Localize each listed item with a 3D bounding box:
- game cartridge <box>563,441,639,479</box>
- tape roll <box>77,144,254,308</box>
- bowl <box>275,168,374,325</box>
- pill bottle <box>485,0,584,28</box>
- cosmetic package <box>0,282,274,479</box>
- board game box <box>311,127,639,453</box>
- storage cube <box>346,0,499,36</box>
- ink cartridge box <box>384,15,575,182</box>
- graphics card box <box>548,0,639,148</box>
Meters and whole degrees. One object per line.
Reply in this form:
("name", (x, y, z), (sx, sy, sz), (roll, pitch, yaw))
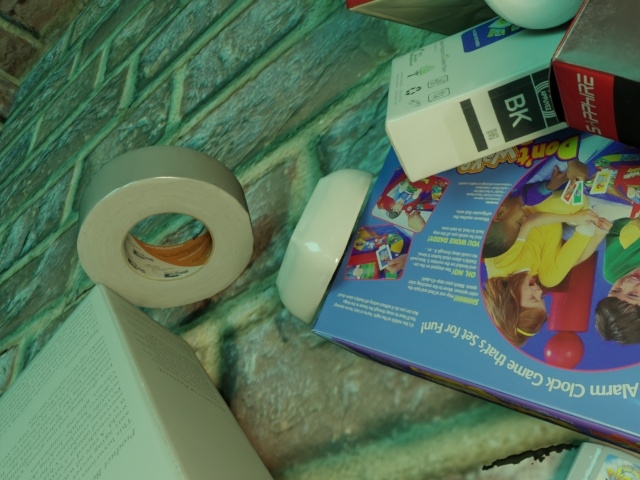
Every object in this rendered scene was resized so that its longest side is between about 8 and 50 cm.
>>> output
("game cartridge", (0.199, 0.169, 0.423), (0.083, 0.017, 0.056), (21, 77, 53))
("tape roll", (-0.199, -0.013, 0.842), (0.219, 0.219, 0.072), (-42, 39, 20))
("bowl", (0.000, 0.000, 0.670), (0.142, 0.053, 0.142), (112, -178, -54))
("pill bottle", (0.207, -0.249, 0.499), (0.184, 0.103, 0.103), (-40, 30, -23))
("cosmetic package", (-0.206, 0.238, 0.658), (0.230, 0.161, 0.453), (-50, 29, -4))
("board game box", (0.167, 0.014, 0.518), (0.347, 0.078, 0.233), (9, 71, 51))
("storage cube", (0.154, -0.323, 0.635), (0.183, 0.215, 0.193), (5, 94, 53))
("ink cartridge box", (0.216, -0.159, 0.516), (0.332, 0.065, 0.165), (-19, 27, 21))
("graphics card box", (0.333, -0.112, 0.305), (0.371, 0.094, 0.233), (29, 86, 31))
